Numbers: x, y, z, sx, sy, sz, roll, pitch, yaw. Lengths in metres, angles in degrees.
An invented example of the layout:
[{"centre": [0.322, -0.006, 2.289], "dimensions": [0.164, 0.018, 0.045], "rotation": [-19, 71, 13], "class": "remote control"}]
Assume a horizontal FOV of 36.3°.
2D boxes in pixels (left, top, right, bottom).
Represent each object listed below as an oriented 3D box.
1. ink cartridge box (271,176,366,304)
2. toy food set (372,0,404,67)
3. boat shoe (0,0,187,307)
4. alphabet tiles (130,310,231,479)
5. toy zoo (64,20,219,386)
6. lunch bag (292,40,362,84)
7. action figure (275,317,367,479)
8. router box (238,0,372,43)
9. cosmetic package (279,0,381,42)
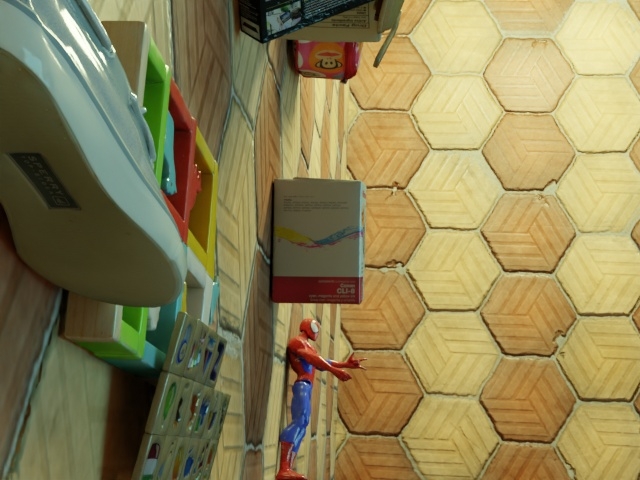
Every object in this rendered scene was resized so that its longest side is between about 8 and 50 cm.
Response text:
[{"centre": [0.000, 0.000, 1.403], "dimensions": [0.128, 0.128, 0.176], "rotation": [-3, 94, -85], "class": "ink cartridge box"}, {"centre": [0.085, -0.313, 1.179], "dimensions": [0.192, 0.039, 0.132], "rotation": [105, 8, -46], "class": "toy food set"}, {"centre": [-0.105, -0.045, 0.436], "dimensions": [0.227, 0.079, 0.081], "rotation": [76, 19, -59], "class": "boat shoe"}, {"centre": [-0.103, 0.163, 0.718], "dimensions": [0.237, 0.009, 0.198], "rotation": [72, 31, -77], "class": "alphabet tiles"}, {"centre": [-0.110, 0.001, 0.686], "dimensions": [0.293, 0.030, 0.192], "rotation": [75, 17, -74], "class": "toy zoo"}, {"centre": [0.014, -0.405, 1.575], "dimensions": [0.258, 0.120, 0.292], "rotation": [-77, 169, -86], "class": "lunch bag"}, {"centre": [0.006, 0.253, 1.555], "dimensions": [0.091, 0.139, 0.280], "rotation": [85, 5, -61], "class": "action figure"}, {"centre": [-0.007, -0.304, 1.047], "dimensions": [0.046, 0.179, 0.133], "rotation": [38, -37, 38], "class": "router box"}, {"centre": [0.004, -0.393, 1.203], "dimensions": [0.296, 0.153, 0.129], "rotation": [86, 8, -58], "class": "cosmetic package"}]
